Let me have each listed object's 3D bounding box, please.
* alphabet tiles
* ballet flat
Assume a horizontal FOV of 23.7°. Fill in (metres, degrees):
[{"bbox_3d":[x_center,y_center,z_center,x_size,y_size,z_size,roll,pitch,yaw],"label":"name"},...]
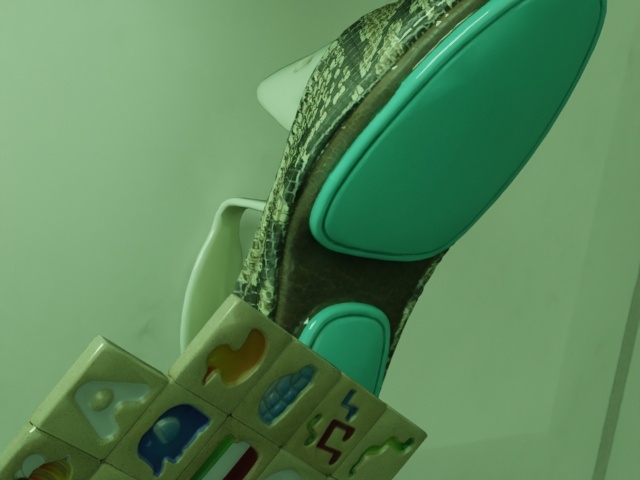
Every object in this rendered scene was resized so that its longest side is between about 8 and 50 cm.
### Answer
[{"bbox_3d":[-0.080,0.185,0.897,0.285,0.011,0.342,-50,140,0],"label":"alphabet tiles"},{"bbox_3d":[0.000,0.000,0.981,0.164,0.182,0.482,8,113,-44],"label":"ballet flat"}]
